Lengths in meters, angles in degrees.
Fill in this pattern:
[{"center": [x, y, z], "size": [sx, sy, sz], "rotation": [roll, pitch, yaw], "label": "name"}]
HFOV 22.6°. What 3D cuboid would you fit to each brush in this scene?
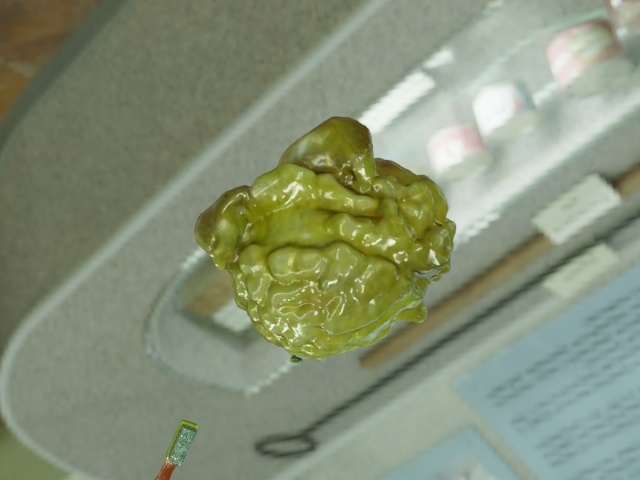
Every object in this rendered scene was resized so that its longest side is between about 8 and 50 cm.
[{"center": [-0.142, 0.213, 1.561], "size": [0.019, 0.021, 0.083], "rotation": [20, 116, -16], "label": "brush"}]

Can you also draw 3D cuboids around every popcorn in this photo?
[{"center": [0.000, 0.000, 1.562], "size": [0.251, 0.237, 0.206], "rotation": [26, 161, -25], "label": "popcorn"}]
